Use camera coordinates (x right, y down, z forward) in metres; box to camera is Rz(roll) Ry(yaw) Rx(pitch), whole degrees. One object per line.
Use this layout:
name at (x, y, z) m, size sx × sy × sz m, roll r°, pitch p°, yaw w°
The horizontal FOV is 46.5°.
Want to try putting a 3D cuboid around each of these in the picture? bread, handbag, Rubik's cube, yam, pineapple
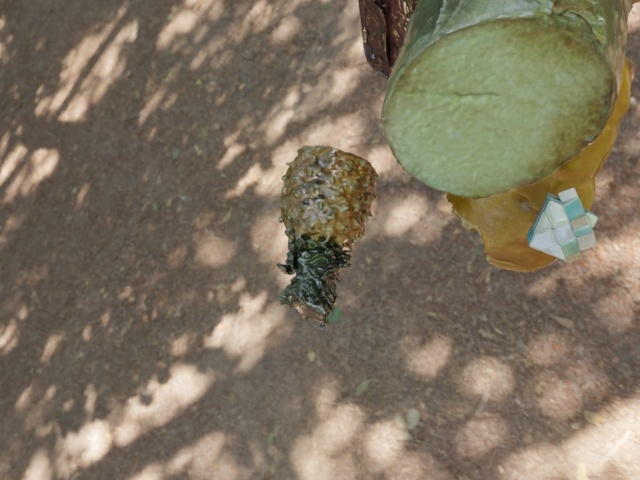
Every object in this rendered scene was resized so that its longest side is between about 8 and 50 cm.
bread at (0.294, -0.116, 1.031) m, size 0.195 × 0.149 × 0.344 m, roll 24°, pitch 126°, yaw 20°
handbag at (0.141, -0.356, 1.181) m, size 0.135 × 0.225 × 0.146 m, roll -35°, pitch 61°, yaw -15°
Rubik's cube at (0.290, -0.015, 0.873) m, size 0.075 × 0.073 × 0.084 m, roll -52°, pitch -13°, yaw -57°
yam at (0.163, -0.184, 0.603) m, size 0.168 × 0.168 × 0.304 m, roll -15°, pitch 41°, yaw 40°
pineapple at (0.000, 0.000, 1.165) m, size 0.157 × 0.157 × 0.279 m, roll 0°, pitch 75°, yaw 46°

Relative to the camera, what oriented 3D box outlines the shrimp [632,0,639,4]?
shrimp at (0.489, -0.394, 1.191) m, size 0.236 × 0.133 × 0.053 m, roll 3°, pitch 96°, yaw 44°
